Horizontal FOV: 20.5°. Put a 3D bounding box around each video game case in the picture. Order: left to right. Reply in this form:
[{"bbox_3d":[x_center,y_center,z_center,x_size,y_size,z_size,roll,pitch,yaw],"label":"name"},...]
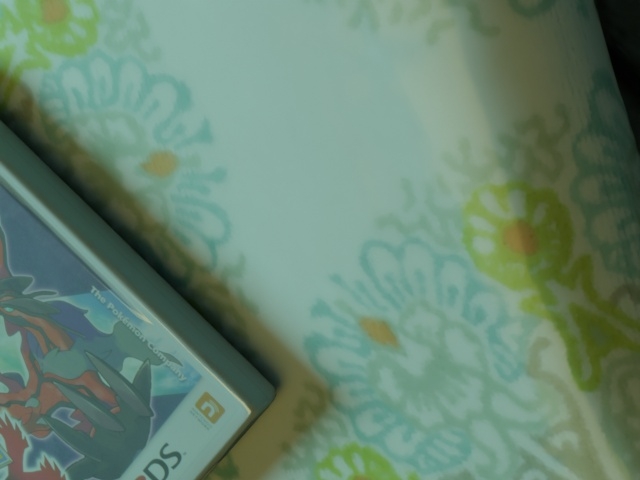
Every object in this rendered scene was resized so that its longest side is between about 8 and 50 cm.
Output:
[{"bbox_3d":[-0.137,0.053,0.795,0.201,0.023,0.183,44,129,6],"label":"video game case"}]

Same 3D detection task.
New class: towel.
[{"bbox_3d":[-0.037,-0.020,0.767,0.374,0.090,0.320,-9,109,36],"label":"towel"}]
